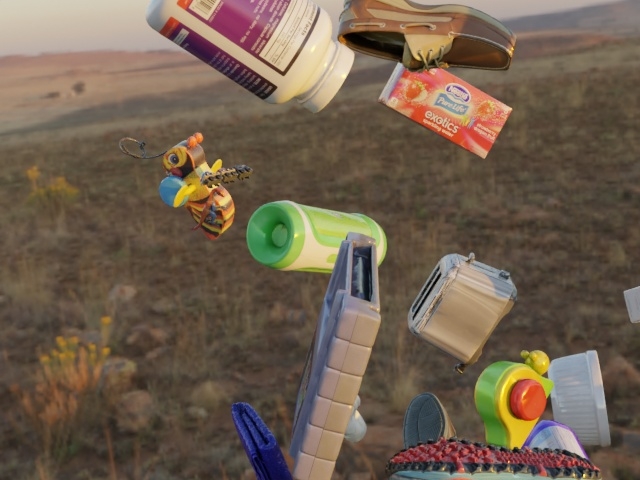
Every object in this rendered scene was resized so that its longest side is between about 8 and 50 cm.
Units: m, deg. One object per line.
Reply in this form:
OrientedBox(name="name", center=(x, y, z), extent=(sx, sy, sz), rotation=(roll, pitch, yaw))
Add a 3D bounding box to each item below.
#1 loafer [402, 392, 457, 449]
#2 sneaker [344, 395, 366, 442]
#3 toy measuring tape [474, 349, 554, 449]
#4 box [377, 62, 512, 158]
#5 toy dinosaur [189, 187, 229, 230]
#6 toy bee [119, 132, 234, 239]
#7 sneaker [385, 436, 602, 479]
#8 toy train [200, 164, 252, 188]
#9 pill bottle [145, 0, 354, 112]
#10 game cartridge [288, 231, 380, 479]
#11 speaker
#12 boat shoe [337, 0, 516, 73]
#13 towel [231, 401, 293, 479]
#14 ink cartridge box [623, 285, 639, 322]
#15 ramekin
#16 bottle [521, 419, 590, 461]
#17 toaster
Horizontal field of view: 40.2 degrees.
OrientedBox(name="loafer", center=(0.217, 0.407, 1.612), extent=(0.096, 0.084, 0.267), rotation=(-29, 37, 18))
OrientedBox(name="sneaker", center=(0.041, 0.399, 1.910), extent=(0.080, 0.212, 0.094), rotation=(28, 62, 28))
OrientedBox(name="toy measuring tape", center=(0.280, 0.305, 1.447), extent=(0.121, 0.121, 0.330), rotation=(10, 55, 51))
OrientedBox(name="box", center=(0.270, -0.297, 1.920), extent=(0.257, 0.128, 0.122), rotation=(27, 8, -11))
OrientedBox(name="toy dinosaur", center=(-0.212, -0.063, 1.709), extent=(0.047, 0.082, 0.090), rotation=(34, 55, 29))
OrientedBox(name="toy bee", center=(-0.292, -0.147, 1.922), extent=(0.162, 0.298, 0.195), rotation=(-42, 25, 35))
OrientedBox(name="sneaker", center=(0.207, 0.320, 1.069), extent=(0.262, 0.125, 0.104), rotation=(5, 6, 5))
OrientedBox(name="toy train", center=(-0.193, -0.133, 1.779), extent=(0.036, 0.027, 0.158), rotation=(37, 28, 18))
OrientedBox(name="pill bottle", center=(-0.110, -0.347, 1.435), extent=(0.323, 0.181, 0.181), rotation=(31, 1, -19))
OrientedBox(name="game cartridge", center=(0.020, 0.139, 1.153), extent=(0.068, 0.230, 0.355), rotation=(20, 14, -3))
OrientedBox(name="speaker", center=(0.000, 0.000, 1.609), extent=(0.131, 0.131, 0.296), rotation=(4, -2, 36))
OrientedBox(name="boat shoe", center=(0.181, -0.352, 1.565), extent=(0.324, 0.120, 0.122), rotation=(17, -26, 15))
OrientedBox(name="towel", center=(-0.132, 0.565, 2.143), extent=(0.076, 0.308, 0.227), rotation=(-26, 28, -17))
OrientedBox(name="ink cartridge box", center=(0.626, 0.097, 1.533), extent=(0.109, 0.063, 0.150), rotation=(-6, -13, -18))
OrientedBox(name="ramekin", center=(0.558, 0.345, 1.898), extent=(0.109, 0.207, 0.207), rotation=(-8, 12, 15))
OrientedBox(name="bottle", center=(0.428, 0.433, 1.520), extent=(0.092, 0.118, 0.283), rotation=(22, 20, -11))
OrientedBox(name="toaster", center=(0.268, 0.135, 1.707), extent=(0.146, 0.227, 0.129), rotation=(28, 19, -4))
